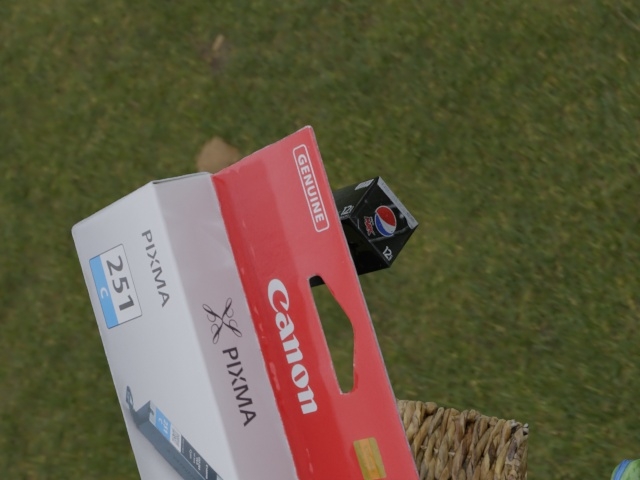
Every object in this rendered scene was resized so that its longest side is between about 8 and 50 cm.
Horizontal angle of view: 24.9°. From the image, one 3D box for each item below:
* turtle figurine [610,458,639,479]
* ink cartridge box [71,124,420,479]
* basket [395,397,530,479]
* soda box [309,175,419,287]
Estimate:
[{"bbox_3d":[0.427,0.230,1.363,0.266,0.275,0.198,29,125,45],"label":"turtle figurine"},{"bbox_3d":[-0.064,0.092,1.080,0.261,0.066,0.296,-22,83,50],"label":"ink cartridge box"},{"bbox_3d":[0.088,0.342,1.489,0.213,0.223,0.299,8,45,14],"label":"basket"},{"bbox_3d":[0.000,0.000,1.210,0.169,0.060,0.053,-16,31,50],"label":"soda box"}]
